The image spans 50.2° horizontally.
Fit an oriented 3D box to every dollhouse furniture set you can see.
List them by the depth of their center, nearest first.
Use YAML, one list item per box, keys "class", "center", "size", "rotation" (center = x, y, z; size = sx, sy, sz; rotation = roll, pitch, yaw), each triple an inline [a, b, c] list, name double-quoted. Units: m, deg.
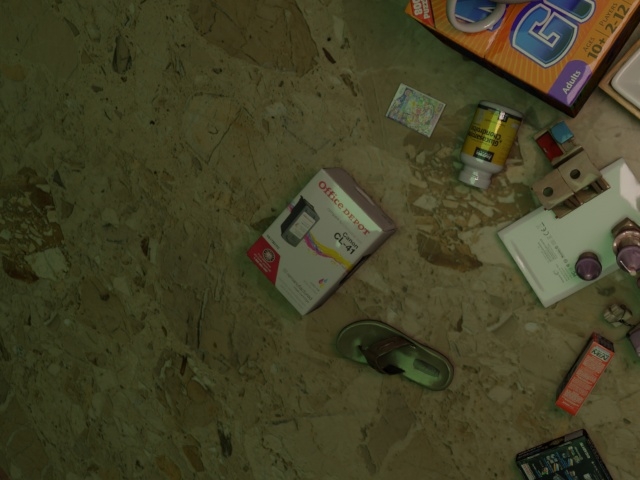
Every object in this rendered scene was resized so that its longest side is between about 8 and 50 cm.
- class: "dollhouse furniture set"
  center: [0.498, -0.161, 1.451]
  size: [0.129, 0.129, 0.184]
  rotation: [-36, 67, 21]

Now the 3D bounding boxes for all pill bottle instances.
- class: "pill bottle"
  center: [0.375, -0.213, 1.532]
  size: [0.103, 0.103, 0.184]
  rotation: [22, 104, 18]

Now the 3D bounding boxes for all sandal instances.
- class: "sandal"
  center: [0.179, 0.281, 1.676]
  size: [0.302, 0.086, 0.120]
  rotation: [18, 102, 19]

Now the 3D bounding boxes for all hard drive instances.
- class: "hard drive"
  center: [0.579, -0.013, 1.507]
  size: [0.307, 0.040, 0.203]
  rotation: [-34, 83, 21]

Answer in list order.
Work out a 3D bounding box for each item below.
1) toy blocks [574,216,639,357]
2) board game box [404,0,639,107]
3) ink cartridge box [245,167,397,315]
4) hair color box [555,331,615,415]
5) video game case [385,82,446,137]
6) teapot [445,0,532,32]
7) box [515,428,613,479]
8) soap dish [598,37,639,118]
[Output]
- class: "toy blocks"
  center: [0.664, 0.101, 1.320]
  size: [0.288, 0.260, 0.309]
  rotation: [43, 120, 0]
- class: "board game box"
  center: [0.442, -0.491, 1.335]
  size: [0.356, 0.356, 0.356]
  rotation: [35, 107, 14]
- class: "ink cartridge box"
  center: [0.000, 0.000, 1.694]
  size: [0.226, 0.131, 0.306]
  rotation: [46, 111, 11]
- class: "hair color box"
  center: [0.585, 0.294, 1.513]
  size: [0.053, 0.093, 0.167]
  rotation: [31, 106, 16]
- class: "video game case"
  center: [0.227, -0.311, 1.630]
  size: [0.122, 0.011, 0.087]
  rotation: [30, 106, 16]
- class: "teapot"
  center: [0.336, -0.475, 1.095]
  size: [0.256, 0.187, 0.253]
  rotation: [12, 81, 46]
- class: "box"
  center: [0.580, 0.569, 1.568]
  size: [0.175, 0.051, 0.220]
  rotation: [-31, 85, 22]
- class: "soap dish"
  center: [0.750, -0.308, 1.363]
  size: [0.291, 0.118, 0.229]
  rotation: [43, 109, 12]
